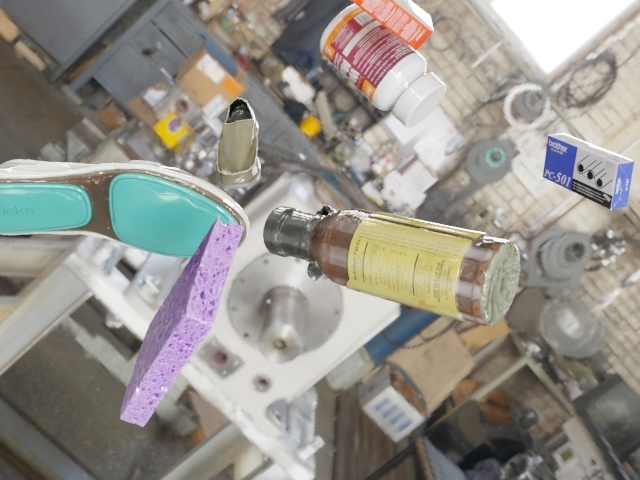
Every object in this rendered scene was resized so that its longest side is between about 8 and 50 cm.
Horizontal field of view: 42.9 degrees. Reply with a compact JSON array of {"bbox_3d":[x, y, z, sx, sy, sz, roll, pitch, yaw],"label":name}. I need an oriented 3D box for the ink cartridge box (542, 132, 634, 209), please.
[{"bbox_3d":[0.540,-0.144,1.661,0.207,0.046,0.097,-139,-136,-56],"label":"ink cartridge box"}]

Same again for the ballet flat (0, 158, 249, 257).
[{"bbox_3d":[-0.294,-0.065,1.158,0.401,0.139,0.139,5,16,1],"label":"ballet flat"}]

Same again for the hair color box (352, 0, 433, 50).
[{"bbox_3d":[0.105,-0.358,1.248,0.141,0.043,0.072,34,29,-18],"label":"hair color box"}]

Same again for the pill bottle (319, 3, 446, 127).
[{"bbox_3d":[0.112,-0.311,1.461,0.221,0.121,0.121,47,11,14],"label":"pill bottle"}]

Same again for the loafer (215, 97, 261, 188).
[{"bbox_3d":[-0.172,-0.199,1.648,0.251,0.095,0.087,-97,178,-47],"label":"loafer"}]

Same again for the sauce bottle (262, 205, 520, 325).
[{"bbox_3d":[0.078,0.017,1.041,0.345,0.111,0.111,15,-11,36],"label":"sauce bottle"}]

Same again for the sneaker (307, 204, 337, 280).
[{"bbox_3d":[0.000,0.000,1.423,0.077,0.072,0.178,41,30,-11],"label":"sneaker"}]

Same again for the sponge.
[{"bbox_3d":[-0.136,0.081,0.780,0.031,0.210,0.117,24,46,-14],"label":"sponge"}]
